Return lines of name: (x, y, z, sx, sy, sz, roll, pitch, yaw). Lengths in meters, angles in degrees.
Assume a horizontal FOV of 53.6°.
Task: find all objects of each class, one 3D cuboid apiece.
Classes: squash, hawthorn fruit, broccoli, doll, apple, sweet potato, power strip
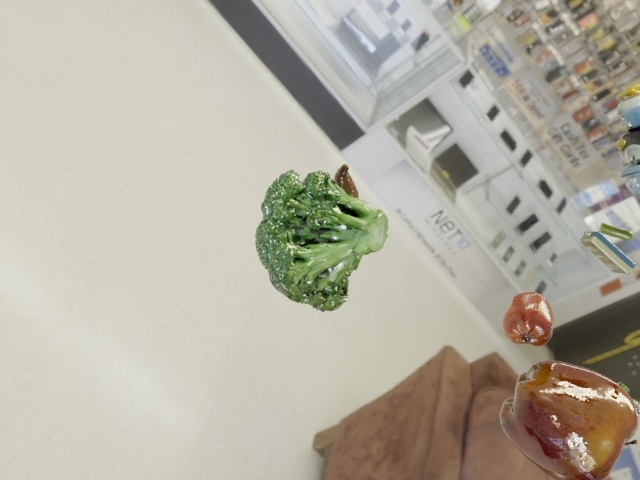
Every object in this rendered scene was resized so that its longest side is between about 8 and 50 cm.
squash: (0.757, -0.021, 1.619, 0.083, 0.028, 0.027, 21, 26, 17)
hawthorn fruit: (0.535, 0.199, 1.636, 0.133, 0.132, 0.138, 41, 47, -26)
broccoli: (0.000, 0.000, 1.307, 0.307, 0.275, 0.308, 0, 90, -52)
doll: (0.806, -0.223, 1.566, 0.177, 0.141, 0.314, 39, 38, -84)
apple: (0.631, 0.461, 1.611, 0.316, 0.288, 0.288, 28, 26, 17)
sweet potato: (0.047, -0.054, 1.676, 0.112, 0.359, 0.112, 5, 41, -5)
power strip: (0.639, 0.026, 1.416, 0.123, 0.032, 0.056, 40, -5, -7)

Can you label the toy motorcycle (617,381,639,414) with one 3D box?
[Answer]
toy motorcycle: (0.854, 0.506, 1.843, 0.100, 0.058, 0.173, 43, 69, 14)
